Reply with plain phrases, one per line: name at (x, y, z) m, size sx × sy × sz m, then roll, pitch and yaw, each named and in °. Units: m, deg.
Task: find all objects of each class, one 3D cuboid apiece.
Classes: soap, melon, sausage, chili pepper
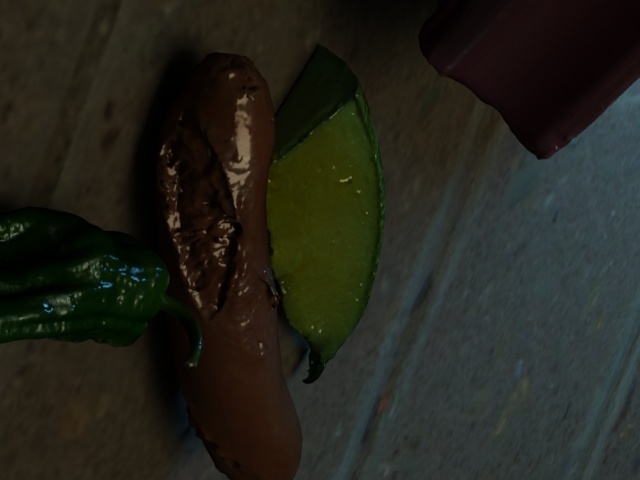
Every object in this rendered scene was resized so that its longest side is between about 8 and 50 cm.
soap at (0.230, -0.241, 1.168) m, size 0.359 × 0.128 × 0.233 m, roll -45°, pitch -171°, yaw 32°
melon at (-0.001, 0.000, 1.267) m, size 0.114 × 0.053 × 0.262 m, roll -34°, pitch 138°, yaw -32°
sausage at (-0.058, 0.032, 1.164) m, size 0.087 × 0.079 × 0.327 m, roll -40°, pitch 140°, yaw -37°
chili pepper at (-0.162, 0.023, 0.966) m, size 0.257 × 0.100 × 0.074 m, roll 1°, pitch 105°, yaw -56°
